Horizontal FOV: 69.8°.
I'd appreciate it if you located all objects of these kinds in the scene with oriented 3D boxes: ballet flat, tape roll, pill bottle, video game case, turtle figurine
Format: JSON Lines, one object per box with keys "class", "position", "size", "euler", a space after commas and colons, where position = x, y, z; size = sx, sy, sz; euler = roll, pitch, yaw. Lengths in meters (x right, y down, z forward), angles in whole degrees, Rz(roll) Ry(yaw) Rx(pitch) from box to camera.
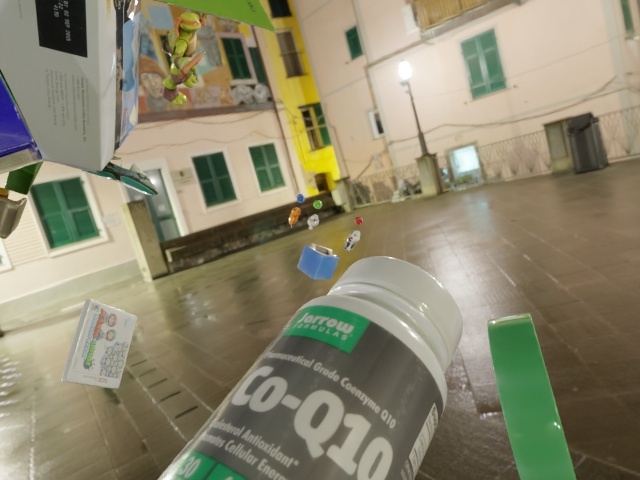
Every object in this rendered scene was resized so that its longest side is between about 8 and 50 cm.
{"class": "ballet flat", "position": [-0.483, -0.170, 1.122], "size": [0.188, 0.070, 0.070], "euler": [21, -2, -15]}
{"class": "tape roll", "position": [0.369, 0.291, 0.797], "size": [0.077, 0.321, 0.321], "euler": [-16, 7, 21]}
{"class": "pill bottle", "position": [0.010, 0.190, 0.490], "size": [0.204, 0.204, 0.361], "euler": [-8, 30, 43]}
{"class": "video game case", "position": [-0.444, 0.214, 0.934], "size": [0.019, 0.157, 0.143], "euler": [-1, -23, 19]}
{"class": "turtle figurine", "position": [-0.295, -0.395, 0.974], "size": [0.087, 0.270, 0.217], "euler": [12, -32, -20]}

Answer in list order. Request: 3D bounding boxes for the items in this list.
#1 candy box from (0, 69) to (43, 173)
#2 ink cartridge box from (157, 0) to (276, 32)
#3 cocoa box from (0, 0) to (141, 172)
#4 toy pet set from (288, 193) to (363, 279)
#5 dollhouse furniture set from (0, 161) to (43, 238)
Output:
{"class": "candy box", "position": [-0.468, -0.185, 0.415], "size": [0.268, 0.317, 0.122], "euler": [-27, 12, -27]}
{"class": "ink cartridge box", "position": [-0.146, -0.244, 0.267], "size": [0.255, 0.189, 0.097], "euler": [-5, -33, -39]}
{"class": "cocoa box", "position": [-0.459, -0.341, 0.801], "size": [0.231, 0.347, 0.228], "euler": [11, 36, -10]}
{"class": "toy pet set", "position": [0.000, 0.000, 0.758], "size": [0.122, 0.114, 0.065], "euler": [19, 15, -6]}
{"class": "dollhouse furniture set", "position": [-0.718, -0.156, 0.976], "size": [0.197, 0.151, 0.301], "euler": [23, -42, -31]}
